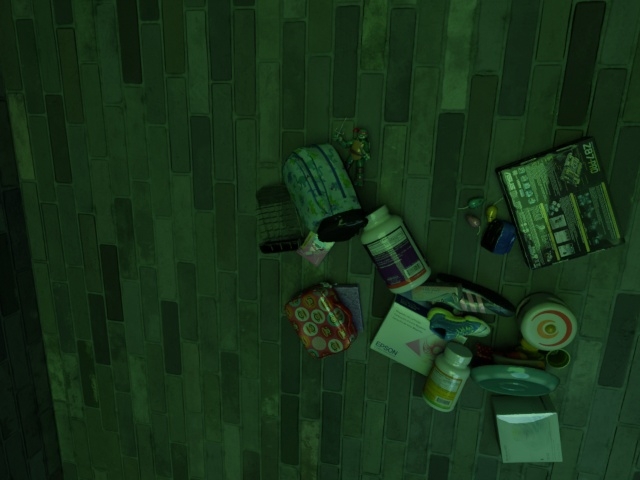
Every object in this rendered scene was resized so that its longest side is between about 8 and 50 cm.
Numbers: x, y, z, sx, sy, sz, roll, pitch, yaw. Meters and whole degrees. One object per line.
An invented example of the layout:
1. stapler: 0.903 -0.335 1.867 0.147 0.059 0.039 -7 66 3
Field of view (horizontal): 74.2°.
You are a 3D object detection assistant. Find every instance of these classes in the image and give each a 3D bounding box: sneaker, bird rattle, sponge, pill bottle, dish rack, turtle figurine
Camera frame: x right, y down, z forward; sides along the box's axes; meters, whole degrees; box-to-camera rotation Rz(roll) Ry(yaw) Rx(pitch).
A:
1. sneaker: 0.522 0.345 1.618 0.240 0.126 0.091 14 130 13
2. bird rattle: 0.735 0.451 1.625 0.254 0.207 0.143 12 83 2
3. sponge: 0.115 0.289 1.798 0.117 0.031 0.210 -4 107 14
4. pill bottle: 0.274 0.029 1.622 0.182 0.181 0.323 -29 96 18
5. pill bottle: 0.500 0.529 1.657 0.136 0.136 0.245 19 108 7
6. sneaker: 0.587 0.242 1.653 0.319 0.112 0.131 23 115 13
7. dish rack: -0.179 -0.089 1.722 0.208 0.074 0.271 -7 103 32
8. turtle figurine: 0.134 -0.333 1.592 0.175 0.118 0.234 35 128 38

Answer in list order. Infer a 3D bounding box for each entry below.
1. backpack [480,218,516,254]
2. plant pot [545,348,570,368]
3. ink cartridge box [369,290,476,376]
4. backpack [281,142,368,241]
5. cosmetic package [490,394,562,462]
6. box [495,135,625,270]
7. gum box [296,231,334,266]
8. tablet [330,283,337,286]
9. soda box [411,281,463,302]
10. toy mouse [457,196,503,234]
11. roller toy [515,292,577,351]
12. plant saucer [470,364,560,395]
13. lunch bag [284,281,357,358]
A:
1. backpack: 0.666 -0.018 1.570 0.101 0.098 0.120 7 107 -19
2. plant pot: 0.906 0.438 1.638 0.083 0.079 0.083 3 105 11
3. ink cartridge box: 0.417 0.373 1.738 0.324 0.071 0.330 25 109 5
4. backpack: 0.006 -0.185 1.557 0.273 0.290 0.355 -5 79 -12
5. cosmetic package: 0.826 0.756 1.708 0.225 0.138 0.224 -9 102 16
6. box: 0.842 -0.125 1.502 0.318 0.097 0.394 -20 99 18
7. gum box: 0.000 0.000 1.737 0.107 0.062 0.188 36 109 2
8. tablet: 0.040 0.219 1.814 0.083 0.006 0.054 -17 99 16
9. soda box: 0.439 0.194 1.604 0.183 0.058 0.063 -3 101 37
10. toy mouse: 0.578 -0.107 1.575 0.143 0.031 0.161 21 90 28
11. roller toy: 0.839 0.306 1.584 0.209 0.146 0.191 -19 99 17
12. plant saucer: 0.732 0.540 1.611 0.318 0.043 0.317 9 150 5
13. lunch bag: 0.015 0.329 1.760 0.258 0.120 0.293 -27 93 31
